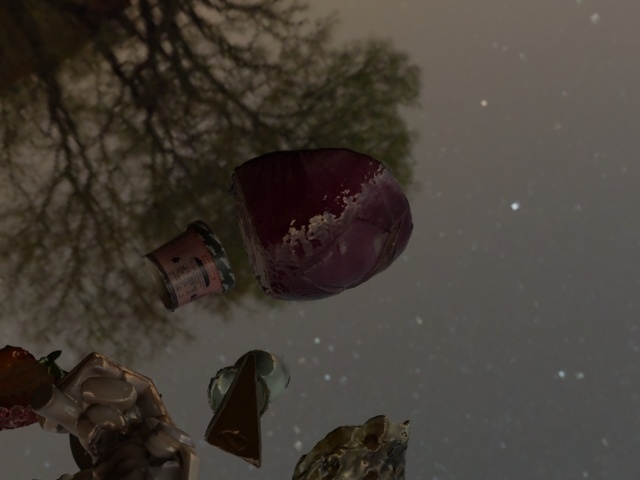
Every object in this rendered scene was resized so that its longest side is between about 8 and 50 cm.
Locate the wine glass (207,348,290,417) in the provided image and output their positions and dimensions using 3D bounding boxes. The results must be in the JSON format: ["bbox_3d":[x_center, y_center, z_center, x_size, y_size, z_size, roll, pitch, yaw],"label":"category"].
[{"bbox_3d":[-0.155,0.328,2.649,0.143,0.143,0.321,-32,180,9],"label":"wine glass"}]

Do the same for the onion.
[{"bbox_3d":[0.000,0.000,1.574,0.248,0.250,0.111,-3,-141,11],"label":"onion"}]

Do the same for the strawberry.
[{"bbox_3d":[-0.421,0.213,1.570,0.192,0.140,0.085,-71,176,-62],"label":"strawberry"}]

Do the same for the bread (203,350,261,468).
[{"bbox_3d":[-0.094,0.233,1.609,0.139,0.084,0.074,-63,-174,-8],"label":"bread"}]

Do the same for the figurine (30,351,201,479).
[{"bbox_3d":[-0.190,0.233,1.127,0.162,0.141,0.236,-41,-128,19],"label":"figurine"}]

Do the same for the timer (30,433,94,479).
[{"bbox_3d":[-0.382,0.407,1.839,0.255,0.175,0.175,38,-114,25],"label":"timer"}]

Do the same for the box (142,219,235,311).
[{"bbox_3d":[-0.258,0.055,2.227,0.135,0.151,0.151,-29,-165,-21],"label":"box"}]

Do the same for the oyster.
[{"bbox_3d":[0.028,0.310,1.325,0.214,0.222,0.083,-10,-152,-38],"label":"oyster"}]
